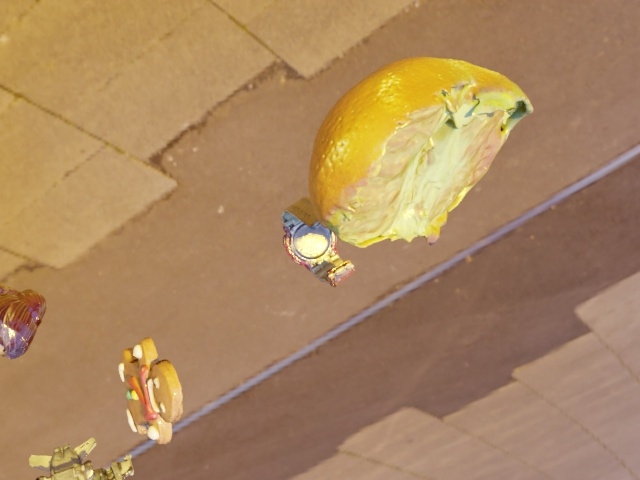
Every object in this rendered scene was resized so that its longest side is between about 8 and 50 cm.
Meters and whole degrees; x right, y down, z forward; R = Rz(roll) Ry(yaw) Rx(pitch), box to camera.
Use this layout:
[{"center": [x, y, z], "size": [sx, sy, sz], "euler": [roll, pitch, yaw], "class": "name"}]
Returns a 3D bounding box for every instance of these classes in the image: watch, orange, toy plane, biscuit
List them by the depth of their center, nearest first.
[{"center": [0.126, -0.130, 1.239], "size": [0.334, 0.196, 0.262], "euler": [-11, 156, -31], "class": "orange"}, {"center": [-0.348, 0.380, 1.304], "size": [0.192, 0.262, 0.088], "euler": [-17, 120, -14], "class": "toy plane"}, {"center": [0.001, 0.004, 1.652], "size": [0.102, 0.165, 0.268], "euler": [-33, -165, -8], "class": "watch"}, {"center": [-0.354, 0.307, 1.880], "size": [0.047, 0.216, 0.339], "euler": [-12, -178, -27], "class": "biscuit"}]

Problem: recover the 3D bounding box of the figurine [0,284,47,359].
[{"center": [-0.632, 0.113, 1.552], "size": [0.315, 0.168, 0.187], "euler": [22, 125, 6], "class": "figurine"}]
